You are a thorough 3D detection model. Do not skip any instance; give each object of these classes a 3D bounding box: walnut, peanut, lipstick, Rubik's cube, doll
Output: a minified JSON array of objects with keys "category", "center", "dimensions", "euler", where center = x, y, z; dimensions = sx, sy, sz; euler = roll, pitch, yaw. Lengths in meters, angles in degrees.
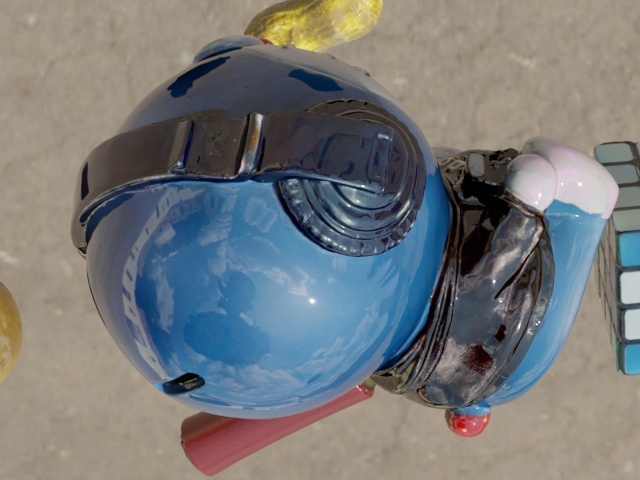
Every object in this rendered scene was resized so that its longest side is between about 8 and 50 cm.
[{"category":"walnut","center":[-0.478,0.129,1.924],"dimensions":[0.166,0.149,0.167],"euler":[-1,94,-16]},{"category":"peanut","center":[-0.013,-0.273,1.806],"dimensions":[0.206,0.087,0.087],"euler":[-21,134,26]},{"category":"lipstick","center":[-0.052,0.199,1.701],"dimensions":[0.241,0.080,0.080],"euler":[-29,131,15]},{"category":"Rubik's cube","center":[0.322,0.009,1.243],"dimensions":[0.154,0.155,0.151],"euler":[-6,124,5]},{"category":"doll","center":[0.000,0.000,0.888],"dimensions":[0.309,0.240,0.284],"euler":[19,157,-25]}]
